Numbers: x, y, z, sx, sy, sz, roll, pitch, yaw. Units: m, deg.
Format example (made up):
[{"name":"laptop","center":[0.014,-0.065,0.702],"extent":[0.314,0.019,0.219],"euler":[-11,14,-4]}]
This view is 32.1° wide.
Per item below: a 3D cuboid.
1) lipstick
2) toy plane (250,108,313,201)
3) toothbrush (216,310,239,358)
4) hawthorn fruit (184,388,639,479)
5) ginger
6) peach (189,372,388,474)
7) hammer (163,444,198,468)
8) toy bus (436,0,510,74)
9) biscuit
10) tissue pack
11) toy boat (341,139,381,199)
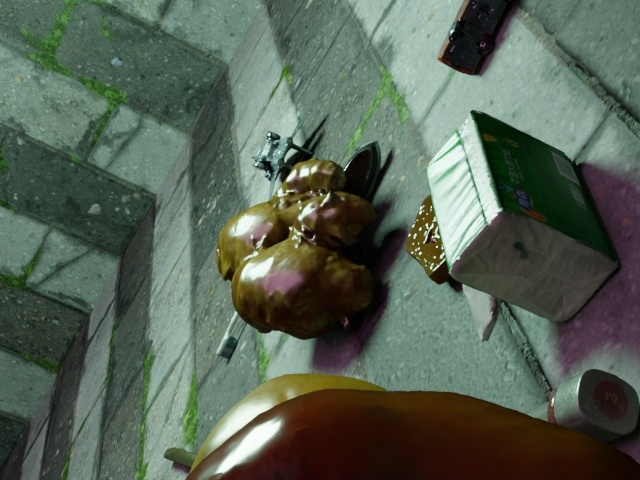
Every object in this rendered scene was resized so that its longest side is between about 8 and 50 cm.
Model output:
[{"name":"lipstick","center":[0.216,0.175,1.042],"extent":[0.186,0.063,0.057],"euler":[133,157,-59]},{"name":"toy plane","center":[-0.102,-0.172,2.322],"extent":[0.212,0.088,0.267],"euler":[-67,18,-8]},{"name":"toothbrush","center":[-0.126,0.088,2.144],"extent":[0.304,0.030,0.030],"euler":[-65,18,-2]},{"name":"hawthorn fruit","center":[0.058,0.327,0.744],"extent":[0.472,0.471,0.472],"euler":[-53,21,31]},{"name":"ginger","center":[-0.026,0.022,1.733],"extent":[0.274,0.152,0.357],"euler":[-44,33,9]},{"name":"peach","center":[0.003,0.278,1.178],"extent":[0.289,0.289,0.308],"euler":[-65,-21,0]},{"name":"hammer","center":[-0.241,0.405,2.050],"extent":[0.125,0.027,0.297],"euler":[-64,18,-13]},{"name":"toy bus","center":[0.238,-0.339,1.651],"extent":[0.192,0.065,0.077],"euler":[-64,7,2]},{"name":"biscuit","center":[0.190,-0.052,1.443],"extent":[0.215,0.034,0.182],"euler":[-59,19,10]},{"name":"tissue pack","center":[0.194,-0.010,1.193],"extent":[0.156,0.148,0.209],"euler":[-54,21,29]},{"name":"toy boat","center":[0.062,-0.103,1.841],"extent":[0.140,0.059,0.066],"euler":[-64,-9,6]}]
